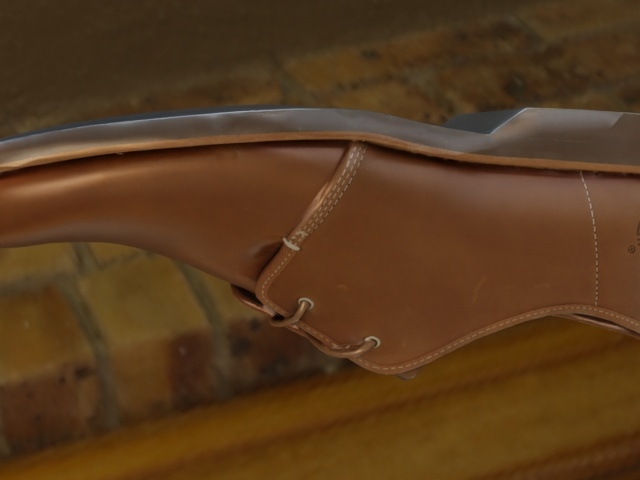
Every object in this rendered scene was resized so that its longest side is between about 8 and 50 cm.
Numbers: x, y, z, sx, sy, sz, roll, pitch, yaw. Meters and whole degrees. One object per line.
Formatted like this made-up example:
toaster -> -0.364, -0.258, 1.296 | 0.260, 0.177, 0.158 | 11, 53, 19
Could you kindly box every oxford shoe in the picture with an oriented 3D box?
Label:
oxford shoe -> 0.000, 0.000, 0.517 | 0.212, 0.076, 0.076 | 2, -87, -8
